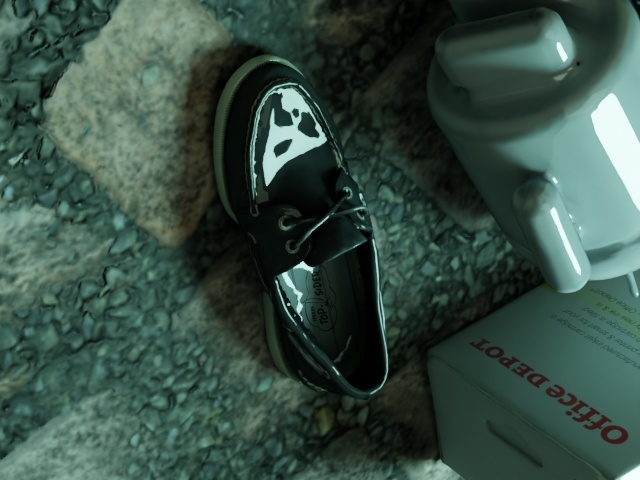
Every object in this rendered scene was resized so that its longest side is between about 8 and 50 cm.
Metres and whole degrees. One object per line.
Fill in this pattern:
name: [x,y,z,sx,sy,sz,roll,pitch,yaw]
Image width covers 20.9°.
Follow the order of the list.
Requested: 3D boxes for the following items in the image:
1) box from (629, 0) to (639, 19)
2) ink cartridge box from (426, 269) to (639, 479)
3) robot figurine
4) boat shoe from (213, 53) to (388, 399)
box: [0.438,-0.234,1.648,0.293,0.073,0.295,-41,121,-11]
ink cartridge box: [0.338,0.143,1.745,0.384,0.279,0.160,-27,127,-25]
robot figurine: [0.227,-0.101,1.586,0.353,0.199,0.300,55,41,-40]
boat shoe: [-0.003,0.002,1.514,0.127,0.113,0.340,-24,125,-27]
